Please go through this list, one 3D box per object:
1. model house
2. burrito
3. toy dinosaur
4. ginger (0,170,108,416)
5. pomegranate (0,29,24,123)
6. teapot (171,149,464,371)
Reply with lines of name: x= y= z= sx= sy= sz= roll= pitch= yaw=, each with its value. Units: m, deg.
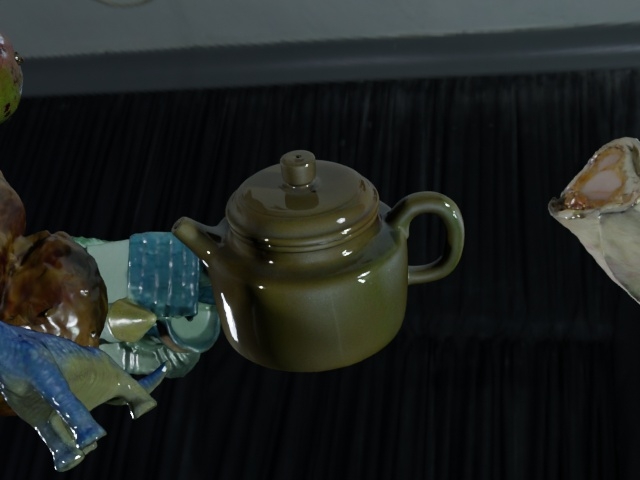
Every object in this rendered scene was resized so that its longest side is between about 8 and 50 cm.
model house: x=-0.196 y=0.084 z=1.337 sx=0.325 sy=0.194 sz=0.267 roll=-12 pitch=162 yaw=42
burrito: x=0.373 y=0.016 z=0.993 sx=0.299 sy=0.105 sz=0.143 roll=37 pitch=149 yaw=-30
toy dinosaur: x=-0.210 y=0.076 z=0.724 sx=0.075 sy=0.188 sz=0.247 roll=-35 pitch=175 yaw=15
ginger: x=-0.352 y=0.119 z=0.873 sx=0.254 sy=0.418 sz=0.176 roll=42 pitch=132 yaw=-8
pomegranate: x=-0.390 y=-0.176 z=0.981 sx=0.159 sy=0.129 sz=0.129 roll=7 pitch=147 yaw=-1
teapot: x=0.000 y=0.000 z=0.873 sx=0.267 sy=0.186 sz=0.175 roll=-7 pitch=123 yaw=-2
